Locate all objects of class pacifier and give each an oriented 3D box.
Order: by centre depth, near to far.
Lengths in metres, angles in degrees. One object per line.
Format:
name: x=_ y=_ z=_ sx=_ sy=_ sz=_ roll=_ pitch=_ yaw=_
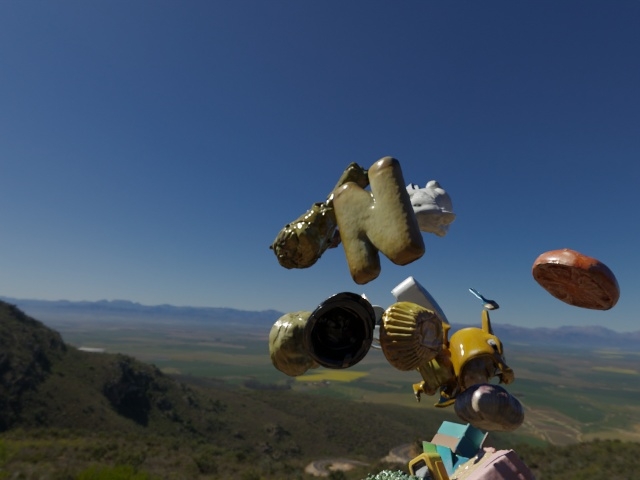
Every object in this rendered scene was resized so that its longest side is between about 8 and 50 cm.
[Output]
pacifier: x=0.300 y=0.465 z=2.045 sx=0.279 sy=0.227 sz=0.207 roll=27 pitch=11 yaw=8

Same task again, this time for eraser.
eraser: x=0.542 y=0.345 z=2.266 sx=0.150 sy=0.331 sz=0.331 roll=-42 pitch=-27 yaw=14

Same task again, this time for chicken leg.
chicken leg: x=0.011 y=-0.078 z=1.263 sx=0.152 sy=0.429 sz=0.201 roll=38 pitch=10 yaw=-10

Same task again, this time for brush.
brush: x=0.619 y=0.221 z=1.566 sx=0.051 sy=0.014 sz=0.164 roll=-9 pitch=21 yaw=-9

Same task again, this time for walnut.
walnut: x=-0.093 y=0.460 z=1.857 sx=0.253 sy=0.277 sz=0.282 roll=-2 pitch=23 yaw=18

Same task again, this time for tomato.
tomato: x=0.774 y=0.107 z=1.232 sx=0.236 sy=0.095 sz=0.237 roll=37 pitch=-15 yaw=11

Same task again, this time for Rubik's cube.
Rubik's cube: x=0.712 y=1.131 z=2.066 sx=0.387 sy=0.368 sz=0.358 roll=21 pitch=42 yaw=34

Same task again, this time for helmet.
helmet: x=0.065 y=0.294 z=1.418 sx=0.230 sy=0.279 sz=0.160 roll=24 pitch=6 yaw=-3

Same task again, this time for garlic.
garlic: x=0.421 y=0.414 z=1.019 sx=0.159 sy=0.102 sz=0.147 roll=-6 pitch=-45 yaw=29

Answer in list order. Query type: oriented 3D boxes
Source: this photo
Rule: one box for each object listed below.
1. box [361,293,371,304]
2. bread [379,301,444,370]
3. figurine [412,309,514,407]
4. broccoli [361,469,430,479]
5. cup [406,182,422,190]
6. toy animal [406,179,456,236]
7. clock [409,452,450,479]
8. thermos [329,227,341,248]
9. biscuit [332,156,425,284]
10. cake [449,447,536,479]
box: x=0.194 y=0.276 z=1.841 sx=0.012 sy=0.046 sz=0.083 roll=47 pitch=6 yaw=-29
bread: x=0.295 y=0.315 z=1.349 sx=0.240 sy=0.240 sz=0.139 roll=14 pitch=-16 yaw=-41
figurine: x=0.524 y=0.457 z=1.632 sx=0.387 sy=0.401 sz=0.268 roll=-22 pitch=-16 yaw=14
broccoli: x=0.231 y=0.743 z=1.083 sx=0.334 sy=0.272 sz=0.324 roll=0 pitch=-46 yaw=24
cup: x=0.520 y=-0.160 z=2.559 sx=0.371 sy=0.253 sz=0.253 roll=-39 pitch=-33 yaw=26
toy animal: x=0.420 y=-0.103 z=1.589 sx=0.258 sy=0.194 sz=0.357 roll=38 pitch=23 yaw=1
clock: x=0.468 y=1.017 z=1.720 sx=0.096 sy=0.202 sz=0.143 roll=11 pitch=-50 yaw=-26
thermos: x=-0.002 y=-0.002 z=1.599 sx=0.232 sy=0.099 sz=0.124 roll=-9 pitch=-38 yaw=-24
biscuit: x=0.138 y=-0.050 z=1.068 sx=0.062 sy=0.291 sz=0.237 roll=8 pitch=-27 yaw=-43
cake: x=0.725 y=1.040 z=1.656 sx=0.293 sy=0.314 sz=0.307 roll=-31 pitch=-25 yaw=-17
